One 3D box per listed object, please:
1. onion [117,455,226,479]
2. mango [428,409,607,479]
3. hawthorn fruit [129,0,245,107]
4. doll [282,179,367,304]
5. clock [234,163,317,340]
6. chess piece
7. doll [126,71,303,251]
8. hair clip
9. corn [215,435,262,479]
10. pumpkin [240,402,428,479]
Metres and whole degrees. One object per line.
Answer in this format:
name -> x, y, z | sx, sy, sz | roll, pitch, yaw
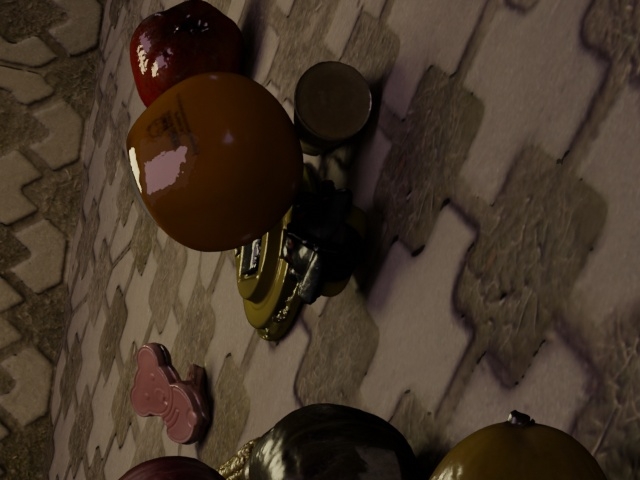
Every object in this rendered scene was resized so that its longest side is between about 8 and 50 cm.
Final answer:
onion -> -0.165, 0.406, 1.476 | 0.347, 0.286, 0.347 | 55, 156, 38
mango -> 0.119, 0.280, 0.957 | 0.195, 0.142, 0.331 | -135, 54, -74
hawthorn fruit -> -0.203, -0.264, 2.213 | 0.202, 0.185, 0.185 | 94, 171, -45
doll -> 0.003, -0.001, 1.572 | 0.249, 0.088, 0.127 | -163, 63, -81
clock -> -0.065, 0.010, 1.802 | 0.237, 0.057, 0.237 | -170, 90, -71
chess piece -> 0.002, -0.150, 1.669 | 0.200, 0.090, 0.090 | 153, 127, -82
doll -> -0.101, -0.080, 1.652 | 0.213, 0.236, 0.213 | -15, 61, 29
hair clip -> -0.220, 0.230, 2.070 | 0.138, 0.102, 0.123 | -107, 29, -54
corn -> -0.091, 0.300, 1.645 | 0.293, 0.106, 0.106 | 130, 146, -58
pumpkin -> -0.009, 0.270, 1.267 | 0.260, 0.189, 0.260 | -167, 90, -73
